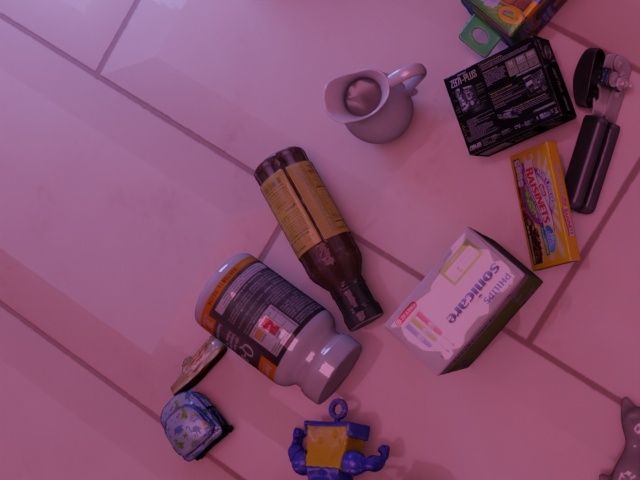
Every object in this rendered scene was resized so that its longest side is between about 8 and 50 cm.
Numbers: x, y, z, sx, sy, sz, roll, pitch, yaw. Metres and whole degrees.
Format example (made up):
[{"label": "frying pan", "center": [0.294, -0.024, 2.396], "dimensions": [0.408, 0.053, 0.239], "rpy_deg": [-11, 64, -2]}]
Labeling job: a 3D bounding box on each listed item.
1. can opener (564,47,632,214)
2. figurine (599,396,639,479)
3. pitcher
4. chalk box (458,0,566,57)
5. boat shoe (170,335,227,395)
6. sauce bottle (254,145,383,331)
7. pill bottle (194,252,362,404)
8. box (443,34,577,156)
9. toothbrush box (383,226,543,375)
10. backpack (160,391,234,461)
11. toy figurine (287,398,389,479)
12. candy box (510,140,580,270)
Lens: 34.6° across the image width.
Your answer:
[{"label": "can opener", "center": [0.464, -0.186, 1.753], "dimensions": [0.093, 0.074, 0.280], "rpy_deg": [12, 88, 52]}, {"label": "figurine", "center": [0.567, 0.375, 1.673], "dimensions": [0.215, 0.092, 0.209], "rpy_deg": [15, 83, 18]}, {"label": "pitcher", "center": [0.113, -0.246, 1.782], "dimensions": [0.178, 0.207, 0.125], "rpy_deg": [-20, 81, 14]}, {"label": "chalk box", "center": [0.327, -0.417, 1.767], "dimensions": [0.132, 0.132, 0.213], "rpy_deg": [43, 99, 16]}, {"label": "boat shoe", "center": [-0.236, 0.236, 1.941], "dimensions": [0.135, 0.050, 0.045], "rpy_deg": [-44, 72, -1]}, {"label": "sauce bottle", "center": [0.000, 0.000, 1.850], "dimensions": [0.111, 0.111, 0.344], "rpy_deg": [-30, 78, 13]}, {"label": "pill bottle", "center": [-0.075, 0.159, 1.836], "dimensions": [0.278, 0.162, 0.162], "rpy_deg": [36, 97, 16]}, {"label": "box", "center": [0.323, -0.244, 1.762], "dimensions": [0.180, 0.077, 0.147], "rpy_deg": [-24, 79, 31]}, {"label": "toothbrush box", "center": [0.241, 0.102, 1.680], "dimensions": [0.122, 0.283, 0.206], "rpy_deg": [42, 99, 15]}, {"label": "backpack", "center": [-0.241, 0.340, 1.915], "dimensions": [0.105, 0.084, 0.114], "rpy_deg": [-42, 73, 8]}, {"label": "toy figurine", "center": [0.023, 0.372, 1.769], "dimensions": [0.362, 0.191, 0.217], "rpy_deg": [-8, 61, 41]}, {"label": "candy box", "center": [0.380, -0.057, 1.749], "dimensions": [0.105, 0.027, 0.206], "rpy_deg": [-22, 76, 59]}]
